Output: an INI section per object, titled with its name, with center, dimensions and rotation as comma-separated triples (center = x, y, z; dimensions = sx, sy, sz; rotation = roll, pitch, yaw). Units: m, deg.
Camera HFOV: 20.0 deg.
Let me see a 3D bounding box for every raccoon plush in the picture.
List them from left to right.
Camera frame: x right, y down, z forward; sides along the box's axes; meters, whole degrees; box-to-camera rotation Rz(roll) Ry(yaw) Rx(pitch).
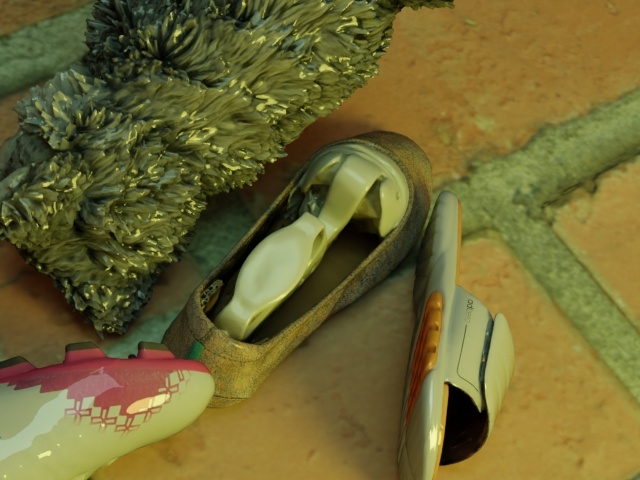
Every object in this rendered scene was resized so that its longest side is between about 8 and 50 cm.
[raccoon plush]
center = -0.052, -0.117, 1.255
dimensions = 0.216, 0.446, 0.299
rotation = 39, 49, -27

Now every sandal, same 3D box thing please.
[sandal]
center = 0.107, 0.072, 1.325
dimensions = 0.076, 0.102, 0.265
rotation = 11, 52, -3

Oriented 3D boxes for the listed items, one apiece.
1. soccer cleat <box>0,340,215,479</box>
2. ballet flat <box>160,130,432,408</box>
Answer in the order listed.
[soccer cleat]
center = -0.226, 0.156, 1.191
dimensions = 0.331, 0.116, 0.143
rotation = -7, 74, -16
[ballet flat]
center = 0.000, 0.000, 1.345
dimensions = 0.108, 0.106, 0.316
rotation = 32, 54, 9
